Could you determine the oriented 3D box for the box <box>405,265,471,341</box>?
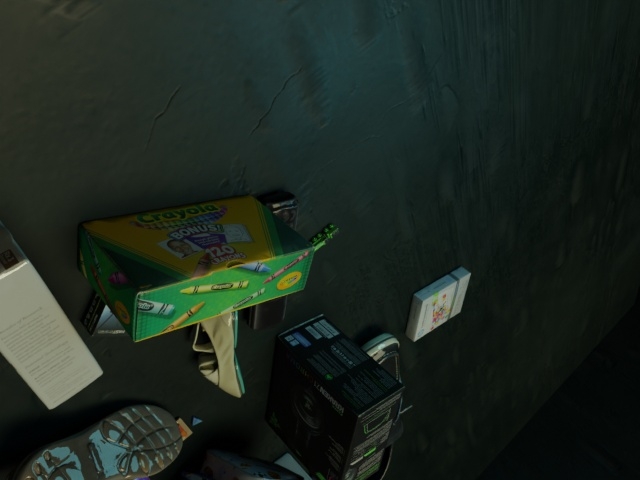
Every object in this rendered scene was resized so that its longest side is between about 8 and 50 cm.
[{"bbox_3d":[0.306,0.164,1.604,0.186,0.038,0.145,-23,135,-32],"label":"box"}]

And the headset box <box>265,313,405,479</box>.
[{"bbox_3d":[0.017,0.346,1.268,0.131,0.246,0.283,-21,135,-37],"label":"headset box"}]

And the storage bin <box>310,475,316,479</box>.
[{"bbox_3d":[0.004,0.687,1.649,0.091,0.135,0.098,-24,138,-23],"label":"storage bin"}]

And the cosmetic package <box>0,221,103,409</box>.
[{"bbox_3d":[-0.360,0.091,0.745,0.085,0.117,0.231,-36,141,-22],"label":"cosmetic package"}]

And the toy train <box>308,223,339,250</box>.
[{"bbox_3d":[0.000,0.000,1.139,0.083,0.023,0.017,-40,143,-17],"label":"toy train"}]

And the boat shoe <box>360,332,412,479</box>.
[{"bbox_3d":[0.136,0.440,1.560,0.186,0.156,0.500,-19,132,-35],"label":"boat shoe"}]

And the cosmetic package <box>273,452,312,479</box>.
[{"bbox_3d":[-0.201,0.739,1.441,0.453,0.161,0.230,-30,139,-28],"label":"cosmetic package"}]

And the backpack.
[{"bbox_3d":[-0.145,0.552,1.257,0.263,0.276,0.213,40,71,-43],"label":"backpack"}]

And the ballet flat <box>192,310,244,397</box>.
[{"bbox_3d":[-0.181,0.190,1.073,0.086,0.086,0.248,-26,136,-31],"label":"ballet flat"}]

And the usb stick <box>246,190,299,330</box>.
[{"bbox_3d":[-0.085,0.044,1.067,0.077,0.045,0.278,-15,131,-31],"label":"usb stick"}]

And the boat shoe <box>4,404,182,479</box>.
[{"bbox_3d":[-0.362,0.350,0.989,0.116,0.123,0.324,-29,164,27],"label":"boat shoe"}]

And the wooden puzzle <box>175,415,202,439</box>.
[{"bbox_3d":[-0.280,0.374,1.164,0.116,0.014,0.078,-43,144,-13],"label":"wooden puzzle"}]

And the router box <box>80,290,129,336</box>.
[{"bbox_3d":[-0.275,0.094,0.906,0.122,0.038,0.092,9,114,-51],"label":"router box"}]

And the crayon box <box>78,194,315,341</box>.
[{"bbox_3d":[-0.168,0.025,0.857,0.278,0.165,0.081,-15,130,-41],"label":"crayon box"}]

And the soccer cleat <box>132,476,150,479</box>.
[{"bbox_3d":[-0.366,0.572,1.152,0.108,0.116,0.318,-2,122,-47],"label":"soccer cleat"}]
